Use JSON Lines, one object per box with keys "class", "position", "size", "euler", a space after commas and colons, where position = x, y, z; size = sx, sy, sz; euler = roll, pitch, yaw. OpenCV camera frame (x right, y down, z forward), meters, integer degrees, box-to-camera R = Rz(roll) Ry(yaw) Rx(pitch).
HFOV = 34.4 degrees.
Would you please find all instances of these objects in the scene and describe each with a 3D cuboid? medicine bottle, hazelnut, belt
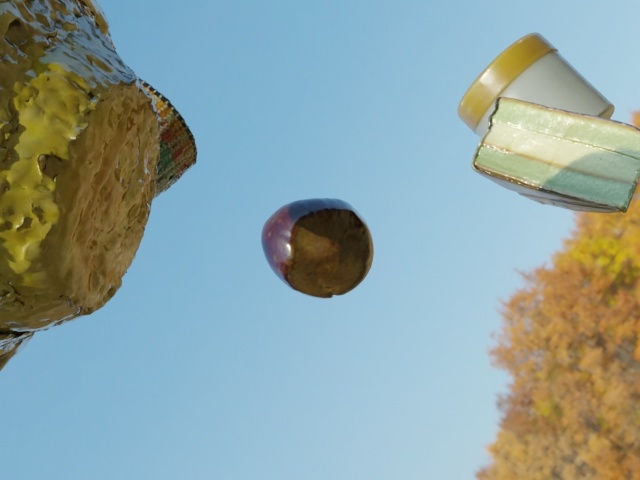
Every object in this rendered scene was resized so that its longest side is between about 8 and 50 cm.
{"class": "medicine bottle", "position": [0.440, -0.265, 2.123], "size": [0.238, 0.232, 0.238], "euler": [-40, -13, -11]}
{"class": "hazelnut", "position": [0.000, 0.000, 2.099], "size": [0.233, 0.218, 0.218], "euler": [25, -77, -23]}
{"class": "belt", "position": [-0.332, -0.183, 1.687], "size": [0.160, 0.295, 0.207], "euler": [-44, -42, -23]}

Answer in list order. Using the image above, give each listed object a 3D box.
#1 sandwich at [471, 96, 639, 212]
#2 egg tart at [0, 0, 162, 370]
{"class": "sandwich", "position": [0.308, -0.113, 1.330], "size": [0.117, 0.144, 0.187], "euler": [-69, 17, -2]}
{"class": "egg tart", "position": [-0.216, -0.044, 0.809], "size": [0.341, 0.132, 0.341], "euler": [13, -90, -80]}
